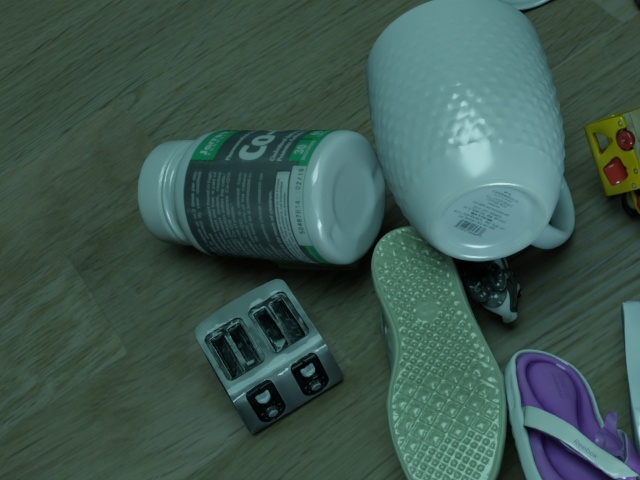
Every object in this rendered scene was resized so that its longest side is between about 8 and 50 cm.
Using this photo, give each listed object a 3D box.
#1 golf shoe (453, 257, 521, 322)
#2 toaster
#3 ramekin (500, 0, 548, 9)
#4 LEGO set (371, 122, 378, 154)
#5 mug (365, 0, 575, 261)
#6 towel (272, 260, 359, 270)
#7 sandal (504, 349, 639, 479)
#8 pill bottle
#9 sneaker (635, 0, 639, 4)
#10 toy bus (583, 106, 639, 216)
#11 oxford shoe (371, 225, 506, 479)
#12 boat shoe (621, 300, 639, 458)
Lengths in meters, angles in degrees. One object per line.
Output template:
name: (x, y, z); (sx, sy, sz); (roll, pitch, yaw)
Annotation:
golf shoe: (0.255, 0.053, 1.907); (0.077, 0.094, 0.198); (-29, 27, 19)
toaster: (-0.081, 0.165, 1.895); (0.168, 0.110, 0.186); (-30, 53, -6)
ramekin: (0.345, -0.515, 2.188); (0.207, 0.207, 0.109); (-22, 44, 0)
LEGO set: (0.158, -0.227, 2.126); (0.132, 0.107, 0.287); (23, 54, -11)
mug: (0.251, -0.125, 1.859); (0.276, 0.374, 0.328); (-35, 42, 29)
towel: (0.000, 0.000, 2.037); (0.148, 0.027, 0.110); (4, 58, 18)
sandal: (0.335, 0.253, 1.623); (0.169, 0.102, 0.416); (6, 29, -19)
pill bottle: (-0.097, -0.071, 1.975); (0.361, 0.204, 0.204); (3, 56, 34)
sneaker: (0.678, -0.425, 2.064); (0.341, 0.139, 0.125); (11, 58, 21)
toy bus: (0.474, -0.105, 1.916); (0.104, 0.191, 0.202); (-13, 50, 51)
oxford shoe: (0.168, 0.185, 1.798); (0.169, 0.130, 0.449); (-13, 53, 3)
boat shoe: (0.471, 0.209, 1.716); (0.102, 0.108, 0.301); (-5, 47, 12)
